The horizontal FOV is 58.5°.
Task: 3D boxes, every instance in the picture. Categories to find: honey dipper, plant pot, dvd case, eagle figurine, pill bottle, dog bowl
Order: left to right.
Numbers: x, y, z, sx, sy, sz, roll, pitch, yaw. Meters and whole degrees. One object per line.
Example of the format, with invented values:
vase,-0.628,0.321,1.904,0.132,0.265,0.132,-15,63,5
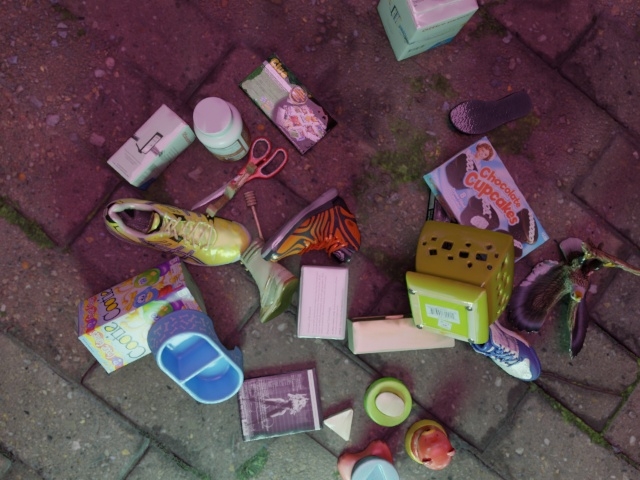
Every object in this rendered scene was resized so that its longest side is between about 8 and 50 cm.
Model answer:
dog bowl,-0.301,0.299,1.427,0.166,0.074,0.297,-34,127,-1
pill bottle,-0.249,-0.281,1.445,0.121,0.216,0.121,0,84,2
honey dipper,-0.173,-0.053,1.547,0.030,0.030,0.160,-15,92,-6
dvd case,-0.111,0.443,1.546,0.221,0.018,0.164,-8,88,-5
plant pot,0.337,0.111,1.414,0.228,0.227,0.207,13,50,28
eagle figurine,0.681,0.142,1.568,0.226,0.225,0.298,46,121,36

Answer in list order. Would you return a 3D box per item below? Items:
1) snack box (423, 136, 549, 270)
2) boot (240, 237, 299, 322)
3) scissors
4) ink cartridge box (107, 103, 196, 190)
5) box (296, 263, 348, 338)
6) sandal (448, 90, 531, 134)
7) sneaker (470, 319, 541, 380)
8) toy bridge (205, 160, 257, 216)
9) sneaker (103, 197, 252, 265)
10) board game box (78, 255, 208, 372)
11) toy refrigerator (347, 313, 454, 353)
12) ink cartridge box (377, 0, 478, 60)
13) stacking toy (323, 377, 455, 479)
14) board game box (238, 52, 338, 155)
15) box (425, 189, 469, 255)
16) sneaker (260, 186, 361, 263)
snack box,0.437,-0.088,1.510,0.187,0.060,0.322,-34,93,-7
boot,-0.148,0.107,1.494,0.077,0.213,0.165,-27,67,-37
scissors,-0.214,-0.157,1.549,0.109,0.021,0.297,43,85,-3
ink cartridge box,-0.428,-0.235,1.467,0.086,0.148,0.203,42,84,-1
box,0.000,0.153,1.481,0.119,0.181,0.182,4,88,-3
sandal,0.474,-0.353,1.610,0.254,0.054,0.097,-13,97,-15
sneaker,0.463,0.282,1.534,0.296,0.131,0.112,44,124,3
toy bridge,-0.237,-0.128,1.501,0.026,0.063,0.188,40,65,-3
sneaker,-0.368,-0.016,1.469,0.385,0.147,0.145,9,86,-7
board game box,-0.441,0.183,1.433,0.275,0.142,0.144,-26,126,-5
toy refrigerator,0.213,0.242,1.539,0.269,0.102,0.094,-3,89,-5
ink cartridge box,0.274,-0.612,1.500,0.171,0.233,0.168,-21,91,-6
stacking toy,0.178,0.537,1.515,0.309,0.130,0.279,-31,92,-6
board game box,-0.088,-0.371,1.563,0.136,0.030,0.259,-42,93,-3
box,0.370,-0.051,1.572,0.147,0.077,0.180,8,88,-6
sneaker,0.000,0.000,1.455,0.180,0.124,0.321,51,50,-2
